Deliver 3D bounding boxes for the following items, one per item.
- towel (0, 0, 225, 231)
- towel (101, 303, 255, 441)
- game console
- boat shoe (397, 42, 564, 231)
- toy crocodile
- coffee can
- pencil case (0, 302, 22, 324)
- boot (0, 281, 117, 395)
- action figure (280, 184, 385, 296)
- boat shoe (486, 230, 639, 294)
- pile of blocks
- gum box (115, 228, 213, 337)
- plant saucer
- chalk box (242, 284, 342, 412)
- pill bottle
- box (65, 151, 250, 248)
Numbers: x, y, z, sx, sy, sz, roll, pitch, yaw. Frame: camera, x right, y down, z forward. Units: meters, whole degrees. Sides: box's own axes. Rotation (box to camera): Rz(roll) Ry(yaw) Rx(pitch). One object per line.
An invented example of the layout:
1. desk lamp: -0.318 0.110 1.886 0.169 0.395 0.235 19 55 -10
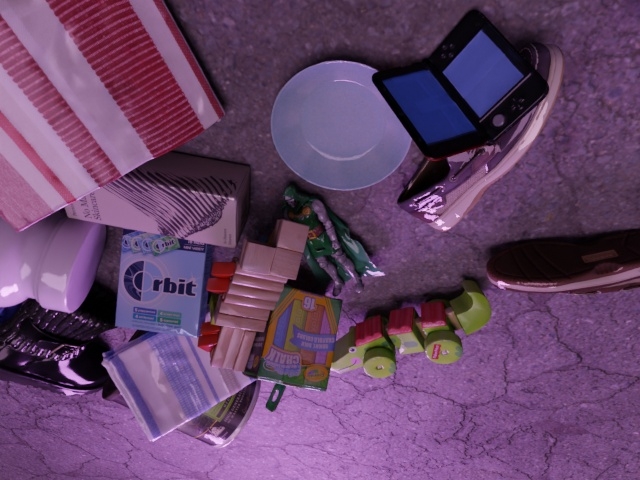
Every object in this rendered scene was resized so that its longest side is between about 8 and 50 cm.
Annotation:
1. towel: -0.319 -0.182 0.551 0.329 0.037 0.236 -30 124 -5
2. towel: -0.250 0.247 0.873 0.285 0.034 0.209 -26 106 -20
3. game console: 0.150 -0.177 0.490 0.085 0.143 0.124 -3 147 -44
4. boat shoe: 0.192 -0.124 0.574 0.093 0.102 0.285 15 139 -11
5. toy crocodile: 0.158 0.176 0.843 0.341 0.115 0.105 -22 119 24
6. coffee can: -0.304 0.314 0.986 0.275 0.201 0.202 37 127 -23
7. pencil case: -0.799 0.091 0.914 0.306 0.133 0.119 30 113 -18
8. boot: -0.536 0.220 0.991 0.260 0.131 0.348 -38 149 5
9. action figure: 0.000 0.000 0.748 0.137 0.063 0.232 -17 124 27
10. boat shoe: 0.405 0.057 0.708 0.258 0.095 0.095 -6 136 14
11. pile of blocks: -0.141 0.078 0.746 0.113 0.148 0.362 14 129 -21
12. gum box: -0.287 0.075 0.806 0.157 0.041 0.184 8 94 3
13. plant saucer: 0.030 -0.159 0.611 0.195 0.037 0.194 5 133 6
14. chalk box: -0.057 0.202 0.803 0.132 0.212 0.132 16 163 -17
15. pill bottle: -0.575 -0.009 0.725 0.364 0.210 0.210 17 133 -12
16. box: -0.256 -0.077 0.694 0.276 0.094 0.113 9 132 0
